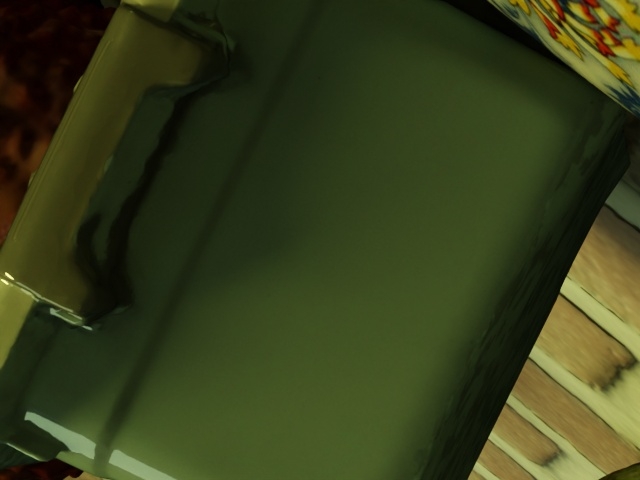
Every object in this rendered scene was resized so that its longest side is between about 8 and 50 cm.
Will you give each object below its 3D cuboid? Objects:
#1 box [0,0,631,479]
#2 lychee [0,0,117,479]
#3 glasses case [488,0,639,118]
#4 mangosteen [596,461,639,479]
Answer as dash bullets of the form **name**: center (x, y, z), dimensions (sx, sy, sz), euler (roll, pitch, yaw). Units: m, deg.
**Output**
- **box**: center (0.000, 0.000, 0.474), dimensions (0.130, 0.162, 0.227), euler (27, -178, 12)
- **lychee**: center (-0.144, -0.004, 0.812), dimensions (0.260, 0.260, 0.260), euler (39, 168, 10)
- **glasses case**: center (0.097, -0.039, 0.318), dimensions (0.248, 0.065, 0.087), euler (39, 178, 25)
- **mangosteen**: center (0.130, 0.237, 0.682), dimensions (0.300, 0.300, 0.300), euler (39, 168, 10)
